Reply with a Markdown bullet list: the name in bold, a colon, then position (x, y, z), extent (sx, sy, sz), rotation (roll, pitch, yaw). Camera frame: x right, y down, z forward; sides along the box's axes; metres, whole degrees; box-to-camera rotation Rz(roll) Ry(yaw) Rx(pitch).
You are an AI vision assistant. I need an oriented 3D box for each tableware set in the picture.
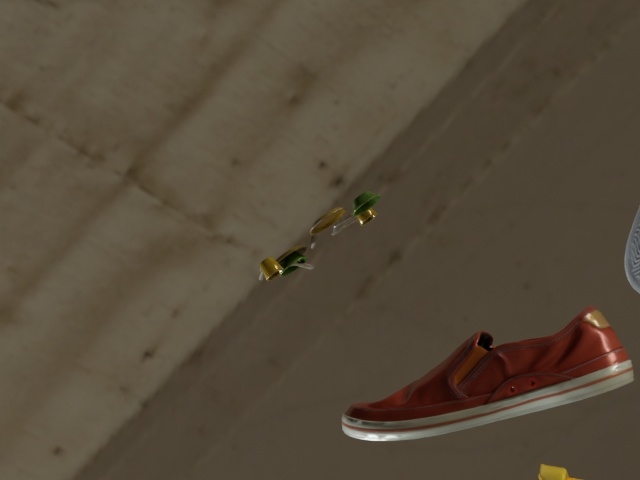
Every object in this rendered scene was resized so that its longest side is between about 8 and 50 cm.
- **tableware set**: position (0.000, 0.000, 1.661), extent (0.154, 0.024, 0.104), rotation (-31, 166, -14)

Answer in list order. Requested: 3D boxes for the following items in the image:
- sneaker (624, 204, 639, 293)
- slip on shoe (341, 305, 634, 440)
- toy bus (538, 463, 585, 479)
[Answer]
- **sneaker**: position (0.405, -0.077, 1.415), extent (0.108, 0.169, 0.292), rotation (41, -63, 49)
- **slip on shoe**: position (0.176, 0.153, 1.668), extent (0.331, 0.123, 0.101), rotation (-18, -96, 19)
- **toy bus**: position (0.286, 0.336, 1.432), extent (0.211, 0.149, 0.220), rotation (1, -116, 16)
